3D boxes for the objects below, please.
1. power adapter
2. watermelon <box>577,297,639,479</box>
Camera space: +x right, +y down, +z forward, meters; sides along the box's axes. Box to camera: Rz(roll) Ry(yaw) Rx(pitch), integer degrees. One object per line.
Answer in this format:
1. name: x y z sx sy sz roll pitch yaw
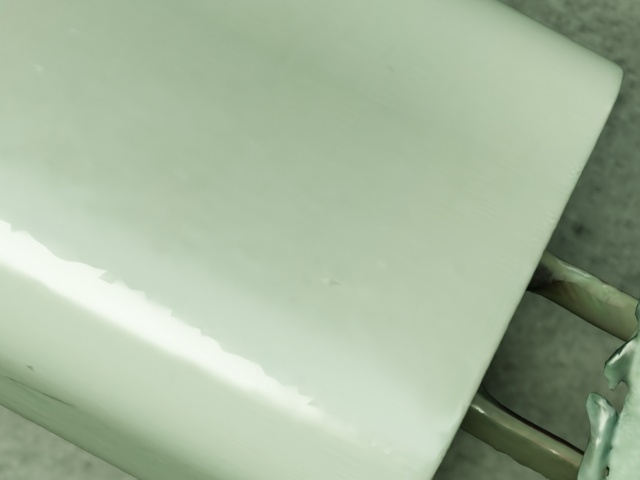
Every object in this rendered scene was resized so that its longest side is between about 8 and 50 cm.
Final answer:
1. power adapter: 0.000 0.000 0.573 0.255 0.124 0.187 29 68 1
2. watermelon: 0.166 0.103 0.450 0.228 0.387 0.258 25 79 13
